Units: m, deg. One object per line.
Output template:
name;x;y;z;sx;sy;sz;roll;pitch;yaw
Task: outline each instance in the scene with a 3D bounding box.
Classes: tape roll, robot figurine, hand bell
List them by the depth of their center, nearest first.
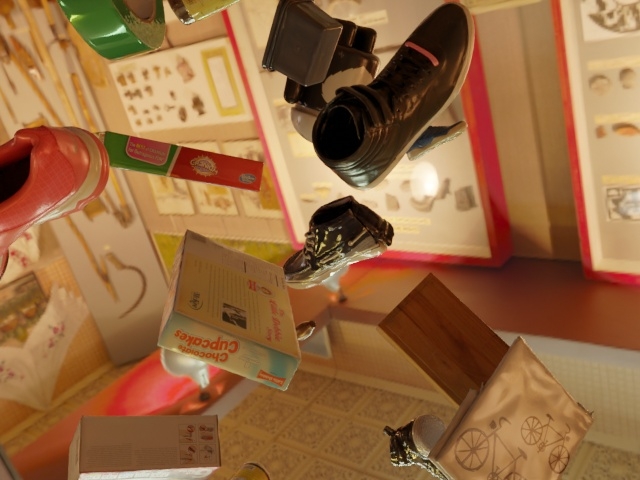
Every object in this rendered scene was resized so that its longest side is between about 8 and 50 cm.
tape roll;-0.349;-0.454;1.038;0.077;0.321;0.321;-14;-158;9
robot figurine;0.035;-0.347;1.458;0.209;0.278;0.173;17;-165;1
hand bell;-0.081;0.259;1.688;0.126;0.126;0.242;-37;176;-42

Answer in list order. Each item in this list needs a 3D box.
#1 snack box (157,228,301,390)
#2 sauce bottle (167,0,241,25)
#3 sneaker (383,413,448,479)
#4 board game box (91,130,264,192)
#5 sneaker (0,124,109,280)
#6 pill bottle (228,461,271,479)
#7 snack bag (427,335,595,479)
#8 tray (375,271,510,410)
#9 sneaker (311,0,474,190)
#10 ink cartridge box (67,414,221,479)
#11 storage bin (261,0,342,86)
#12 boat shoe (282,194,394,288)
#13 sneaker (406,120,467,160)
snack box;-0.138;0.092;0.999;0.187;0.060;0.322;23;-165;-15
sauce bottle;-0.185;-0.609;1.493;0.345;0.111;0.111;-20;-159;11
sneaker;0.259;0.497;1.485;0.153;0.268;0.101;-22;-153;46
board game box;-0.310;-0.162;1.351;0.317;0.064;0.242;8;-177;-30
sneaker;-0.386;-0.025;0.708;0.314;0.116;0.136;-41;174;3
pill bottle;-0.132;0.422;1.073;0.065;0.065;0.116;-6;-170;22
snack bag;0.417;0.416;1.384;0.342;0.323;0.037;-51;-161;-19
tray;0.359;0.297;1.661;0.203;0.411;0.076;-43;168;-11
sneaker;0.098;-0.200;0.876;0.104;0.295;0.147;40;-165;21
ink cartridge box;-0.423;0.517;1.534;0.310;0.272;0.130;6;-126;-24
storage bin;-0.023;-0.327;1.082;0.091;0.135;0.098;38;-140;19
boat shoe;0.000;0.000;1.587;0.341;0.158;0.127;-27;-141;31
sneaker;0.248;-0.251;1.467;0.152;0.084;0.058;-29;171;29
